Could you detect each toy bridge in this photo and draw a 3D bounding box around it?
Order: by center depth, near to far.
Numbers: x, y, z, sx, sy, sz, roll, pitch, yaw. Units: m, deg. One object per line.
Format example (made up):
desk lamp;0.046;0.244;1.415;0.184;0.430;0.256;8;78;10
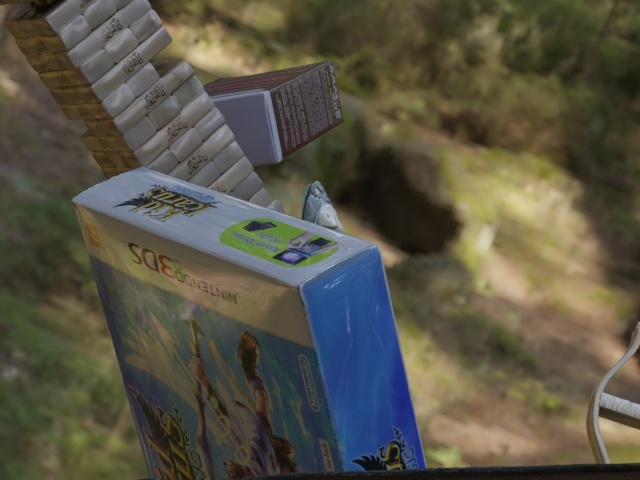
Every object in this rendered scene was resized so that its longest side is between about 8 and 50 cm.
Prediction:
toy bridge;0.283;0.160;1.773;0.063;0.188;0.026;18;-27;-6

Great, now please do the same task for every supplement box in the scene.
supplement box;-0.072;-0.122;1.884;0.130;0.073;0.239;-8;11;18

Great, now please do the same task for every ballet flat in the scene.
ballet flat;0.000;0.000;1.673;0.041;0.114;0.041;10;-25;5

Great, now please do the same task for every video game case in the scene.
video game case;-0.035;0.107;1.125;0.244;0.061;0.269;19;-52;52

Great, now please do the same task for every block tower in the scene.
block tower;-0.166;-0.128;1.607;0.091;0.097;0.335;6;-46;58

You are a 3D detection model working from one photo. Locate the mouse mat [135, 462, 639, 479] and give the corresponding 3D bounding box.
mouse mat;0.056;0.093;0.538;0.190;0.007;0.152;-5;-30;21
